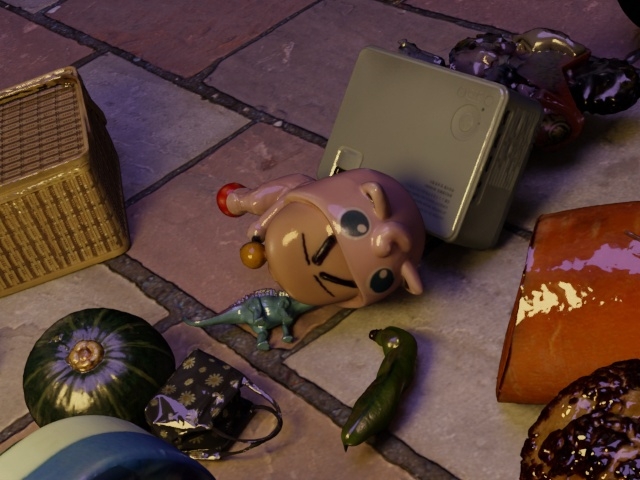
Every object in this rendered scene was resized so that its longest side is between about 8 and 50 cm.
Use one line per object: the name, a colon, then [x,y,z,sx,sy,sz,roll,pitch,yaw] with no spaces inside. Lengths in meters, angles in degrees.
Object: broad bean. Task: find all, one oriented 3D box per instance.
broad bean: [0.067,0.148,1.373,0.061,0.046,0.195,-18,27,22]

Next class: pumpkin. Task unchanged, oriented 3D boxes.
pumpkin: [-0.240,0.151,1.446,0.167,0.125,0.167,-9,61,16]

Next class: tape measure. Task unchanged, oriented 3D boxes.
tape measure: [-0.199,0.288,1.133,0.259,0.262,0.138,-38,30,-29]

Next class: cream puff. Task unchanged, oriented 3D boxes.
cream puff: [0.275,0.202,1.092,0.239,0.164,0.239,-10,36,8]

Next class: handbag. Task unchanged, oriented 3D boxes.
handbag: [-0.101,0.180,1.389,0.139,0.072,0.115,9,39,29]

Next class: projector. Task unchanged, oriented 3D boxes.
projector: [0.129,-0.111,1.583,0.257,0.099,0.192,26,97,46]

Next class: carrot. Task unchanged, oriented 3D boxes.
carrot: [0.314,0.055,1.245,0.331,0.214,0.193,1,38,21]

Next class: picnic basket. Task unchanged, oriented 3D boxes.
picnic basket: [-0.405,-0.096,1.826,0.228,0.175,0.313,-20,34,0]

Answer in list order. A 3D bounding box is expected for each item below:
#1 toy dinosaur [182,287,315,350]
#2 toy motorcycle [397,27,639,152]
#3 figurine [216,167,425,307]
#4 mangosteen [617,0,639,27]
toy dinosaur: [-0.063,0.086,1.526,0.197,0.045,0.080,-8,28,2]
toy motorcycle: [0.202,-0.194,1.711,0.401,0.134,0.207,23,56,41]
figurine: [0.000,0.000,1.514,0.186,0.176,0.287,-38,31,-18]
mangosteen: [0.517,-0.360,1.750,0.265,0.228,0.228,25,37,-9]
